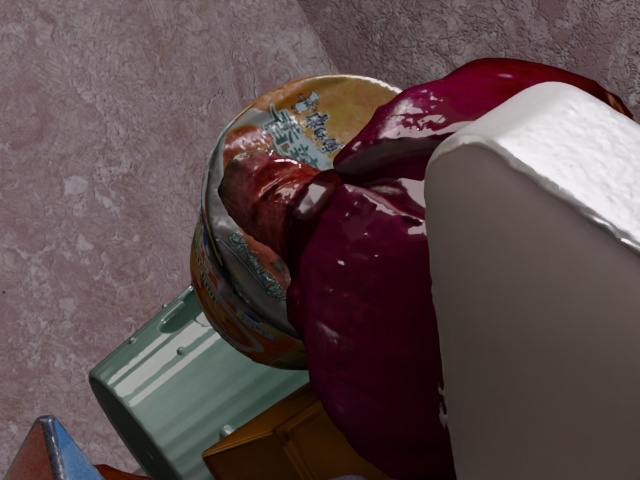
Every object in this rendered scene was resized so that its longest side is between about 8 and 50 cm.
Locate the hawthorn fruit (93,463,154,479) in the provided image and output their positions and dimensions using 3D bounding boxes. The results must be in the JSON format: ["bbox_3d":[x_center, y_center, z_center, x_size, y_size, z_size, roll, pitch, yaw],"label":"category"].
[{"bbox_3d":[-0.206,0.324,2.020,0.207,0.207,0.243,-29,-11,40],"label":"hawthorn fruit"}]

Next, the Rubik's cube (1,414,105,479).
[{"bbox_3d":[-0.211,0.330,1.650,0.233,0.228,0.228,-55,-6,-31],"label":"Rubik's cube"}]

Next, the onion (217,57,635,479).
[{"bbox_3d":[0.086,0.024,1.769,0.420,0.398,0.398,7,24,32],"label":"onion"}]

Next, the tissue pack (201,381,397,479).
[{"bbox_3d":[0.048,0.196,2.021,0.274,0.145,0.194,-31,4,-29],"label":"tissue pack"}]

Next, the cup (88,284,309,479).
[{"bbox_3d":[-0.051,0.153,2.447,0.392,0.310,0.401,-36,1,-15],"label":"cup"}]

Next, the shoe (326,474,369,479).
[{"bbox_3d":[-0.057,0.294,1.824,0.245,0.095,0.137,-21,5,38],"label":"shoe"}]

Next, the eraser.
[{"bbox_3d":[0.240,0.069,1.419,0.150,0.331,0.331,-30,1,-44],"label":"eraser"}]

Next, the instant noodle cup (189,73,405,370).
[{"bbox_3d":[0.000,0.000,2.013,0.296,0.296,0.214,-31,-7,-21],"label":"instant noodle cup"}]
